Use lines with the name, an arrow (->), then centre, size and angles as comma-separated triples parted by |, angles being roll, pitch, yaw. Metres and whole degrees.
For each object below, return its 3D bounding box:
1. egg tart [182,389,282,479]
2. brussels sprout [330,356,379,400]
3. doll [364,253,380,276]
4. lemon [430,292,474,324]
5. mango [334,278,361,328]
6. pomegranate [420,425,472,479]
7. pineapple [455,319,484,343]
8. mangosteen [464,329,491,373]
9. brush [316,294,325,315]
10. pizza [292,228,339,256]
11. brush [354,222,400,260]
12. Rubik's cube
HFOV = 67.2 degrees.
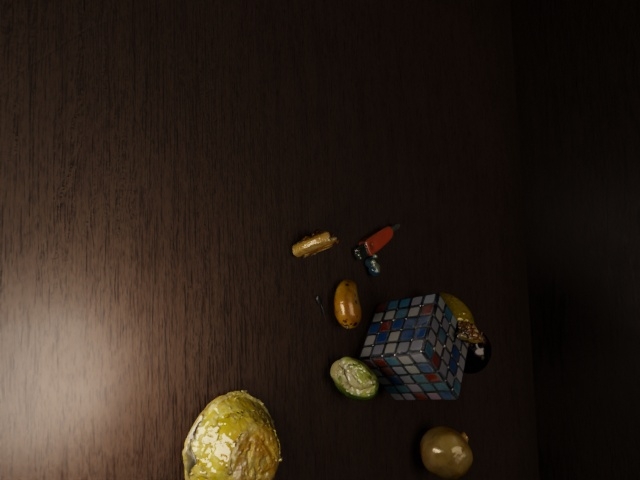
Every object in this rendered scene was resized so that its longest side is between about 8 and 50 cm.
egg tart -> -0.214, 0.580, 1.300 | 0.341, 0.132, 0.342 | 9, 78, -48
brussels sprout -> 0.118, 0.488, 1.698 | 0.183, 0.145, 0.131 | 34, 82, 4
doll -> 0.212, 0.101, 1.915 | 0.083, 0.050, 0.076 | 64, 27, -21
lemon -> 0.542, 0.362, 2.096 | 0.253, 0.310, 0.254 | -11, 124, -17
mango -> 0.097, 0.228, 1.736 | 0.115, 0.090, 0.178 | 5, 79, -59
pomegranate -> 0.540, 0.919, 2.087 | 0.233, 0.233, 0.234 | 7, 81, -49
pineapple -> 0.545, 0.355, 1.814 | 0.114, 0.077, 0.114 | 5, 39, -40
mangosteen -> 0.703, 0.542, 2.341 | 0.228, 0.228, 0.266 | -54, 163, -38
brush -> 0.002, 0.228, 1.685 | 0.024, 0.008, 0.083 | -41, 117, -46
pizza -> -0.002, -0.001, 1.641 | 0.069, 0.154, 0.194 | 65, 19, 6
brush -> 0.232, -0.003, 1.954 | 0.323, 0.051, 0.071 | -30, 102, -44
Rubik's cube -> 0.365, 0.413, 1.843 | 0.292, 0.286, 0.293 | 50, 44, -26
